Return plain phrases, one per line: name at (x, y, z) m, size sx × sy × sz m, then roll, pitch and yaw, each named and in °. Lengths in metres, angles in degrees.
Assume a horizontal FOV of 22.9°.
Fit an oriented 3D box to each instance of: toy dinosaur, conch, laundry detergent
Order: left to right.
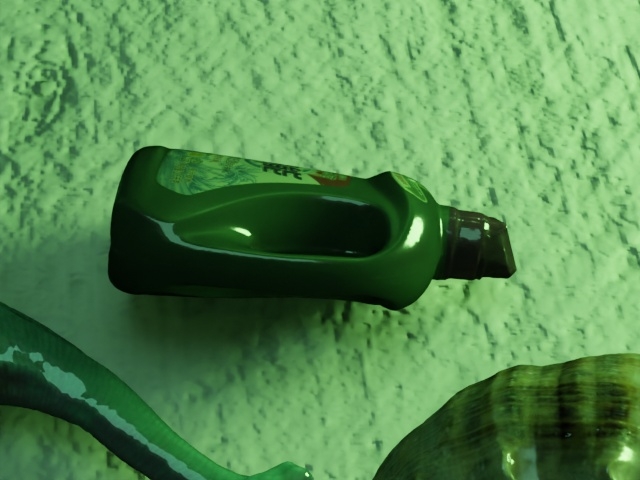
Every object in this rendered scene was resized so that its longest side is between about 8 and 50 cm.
toy dinosaur at (-0.240, 0.109, 0.778) m, size 0.383 × 0.129 × 0.331 m, roll -31°, pitch 67°, yaw -25°
laundry detergent at (0.000, 0.000, 0.873) m, size 0.222 × 0.078 × 0.144 m, roll 8°, pitch 17°, yaw 0°
conch at (0.089, 0.137, 0.701) m, size 0.159 × 0.210 × 0.291 m, roll 21°, pitch 35°, yaw -6°
